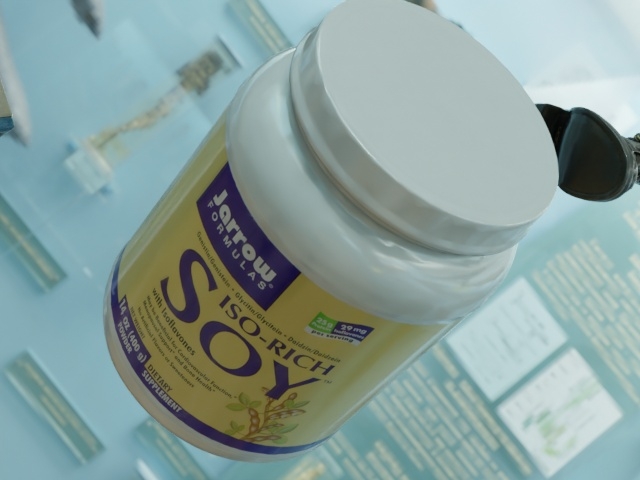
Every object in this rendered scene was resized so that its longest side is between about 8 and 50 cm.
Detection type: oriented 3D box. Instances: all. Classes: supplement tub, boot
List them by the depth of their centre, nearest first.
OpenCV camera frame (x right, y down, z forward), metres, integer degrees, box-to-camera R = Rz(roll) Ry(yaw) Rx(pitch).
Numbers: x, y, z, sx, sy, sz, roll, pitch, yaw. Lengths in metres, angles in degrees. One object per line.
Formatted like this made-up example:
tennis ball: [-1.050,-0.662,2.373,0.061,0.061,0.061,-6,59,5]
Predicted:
supplement tub: [0.000,0.000,0.943,0.241,0.241,0.331,50,-48,10]
boot: [0.363,-0.088,1.383,0.229,0.091,0.263,13,15,-17]

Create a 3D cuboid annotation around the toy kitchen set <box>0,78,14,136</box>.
toy kitchen set: [-0.293,-0.003,0.766,0.122,0.207,0.166,-22,-94,41]
